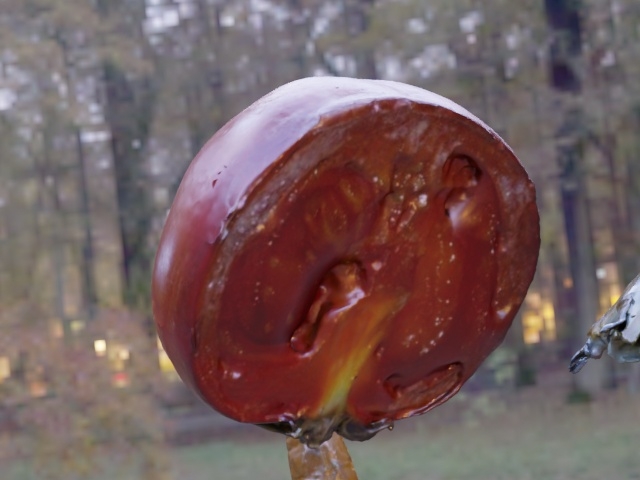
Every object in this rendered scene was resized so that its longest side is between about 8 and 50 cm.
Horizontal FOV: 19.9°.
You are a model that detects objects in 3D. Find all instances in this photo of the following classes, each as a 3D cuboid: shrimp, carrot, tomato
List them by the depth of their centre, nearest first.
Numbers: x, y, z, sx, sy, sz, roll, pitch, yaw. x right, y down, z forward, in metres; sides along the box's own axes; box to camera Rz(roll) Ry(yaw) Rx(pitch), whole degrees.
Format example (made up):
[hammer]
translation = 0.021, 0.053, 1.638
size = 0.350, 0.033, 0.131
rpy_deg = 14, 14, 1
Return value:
[tomato]
translation = 0.000, 0.000, 0.690
size = 0.159, 0.139, 0.091
rpy_deg = 6, 20, -36
[carrot]
translation = 0.010, 0.179, 1.207
size = 0.061, 0.210, 0.061
rpy_deg = -17, -10, -3
[shrimp]
translation = 0.317, 0.047, 1.737
size = 0.185, 0.068, 0.287
rpy_deg = -46, 2, -7
